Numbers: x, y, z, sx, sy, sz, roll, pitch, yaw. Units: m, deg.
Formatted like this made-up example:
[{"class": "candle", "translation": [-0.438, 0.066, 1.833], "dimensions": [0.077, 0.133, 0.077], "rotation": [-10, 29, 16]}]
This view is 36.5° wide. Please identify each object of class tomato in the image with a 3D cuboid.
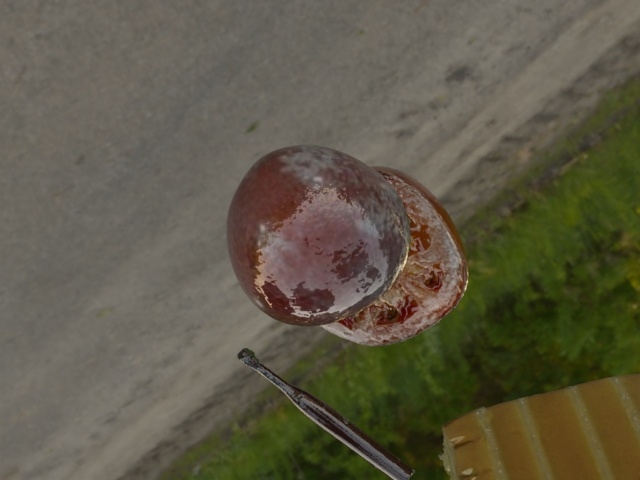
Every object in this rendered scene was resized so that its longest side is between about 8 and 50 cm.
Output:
[{"class": "tomato", "translation": [0.095, 0.013, 1.658], "dimensions": [0.338, 0.338, 0.144], "rotation": [-45, -171, 33]}]

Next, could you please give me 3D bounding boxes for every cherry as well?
[{"class": "cherry", "translation": [0.000, 0.000, 1.267], "dimensions": [0.236, 0.213, 0.285], "rotation": [-43, 144, -14]}]

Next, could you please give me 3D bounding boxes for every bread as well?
[{"class": "bread", "translation": [0.262, 0.289, 1.025], "dimensions": [0.239, 0.246, 0.111], "rotation": [-13, 142, -1]}]

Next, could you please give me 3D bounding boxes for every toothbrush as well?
[{"class": "toothbrush", "translation": [0.008, 0.294, 1.629], "dimensions": [0.041, 0.364, 0.041], "rotation": [-51, -173, 9]}]
